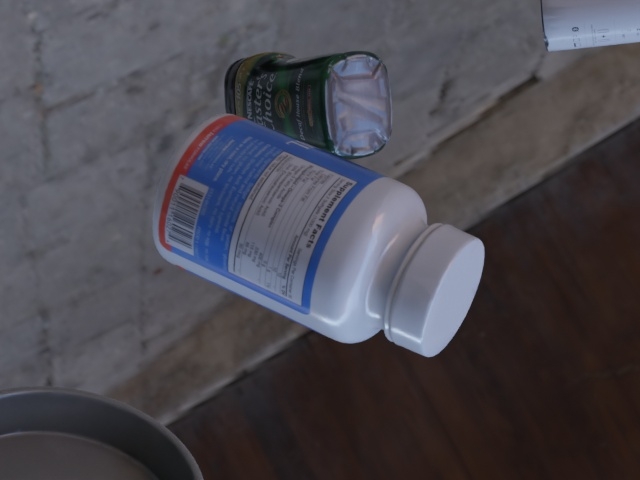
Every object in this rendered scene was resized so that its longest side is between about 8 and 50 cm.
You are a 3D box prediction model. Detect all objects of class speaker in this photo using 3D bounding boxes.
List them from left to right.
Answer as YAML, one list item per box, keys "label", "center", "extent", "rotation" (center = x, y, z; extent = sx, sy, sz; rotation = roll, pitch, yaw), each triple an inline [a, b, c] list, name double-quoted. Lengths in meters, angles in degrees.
- label: "speaker"
  center: [0.229, -0.169, 1.038]
  extent: [0.136, 0.055, 0.055]
  rotation: [-5, 170, 14]

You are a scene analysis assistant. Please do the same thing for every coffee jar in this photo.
- label: "coffee jar"
  center: [-0.017, -0.127, 1.329]
  extent: [0.079, 0.096, 0.184]
  rotation: [-11, -169, -33]

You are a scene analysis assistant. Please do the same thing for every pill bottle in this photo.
- label: "pill bottle"
  center: [0.000, 0.000, 1.039]
  extent: [0.124, 0.222, 0.124]
  rotation: [-49, 153, -36]

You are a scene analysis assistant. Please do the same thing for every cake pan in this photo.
- label: "cake pan"
  center: [-0.262, 0.256, 1.436]
  extent: [0.293, 0.293, 0.054]
  rotation: [-14, 131, -42]
